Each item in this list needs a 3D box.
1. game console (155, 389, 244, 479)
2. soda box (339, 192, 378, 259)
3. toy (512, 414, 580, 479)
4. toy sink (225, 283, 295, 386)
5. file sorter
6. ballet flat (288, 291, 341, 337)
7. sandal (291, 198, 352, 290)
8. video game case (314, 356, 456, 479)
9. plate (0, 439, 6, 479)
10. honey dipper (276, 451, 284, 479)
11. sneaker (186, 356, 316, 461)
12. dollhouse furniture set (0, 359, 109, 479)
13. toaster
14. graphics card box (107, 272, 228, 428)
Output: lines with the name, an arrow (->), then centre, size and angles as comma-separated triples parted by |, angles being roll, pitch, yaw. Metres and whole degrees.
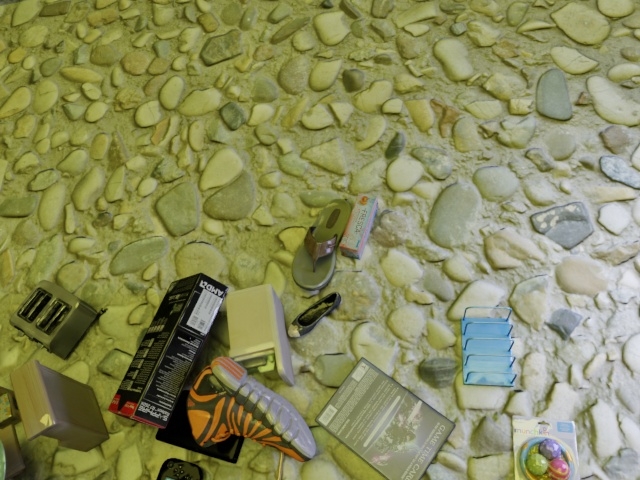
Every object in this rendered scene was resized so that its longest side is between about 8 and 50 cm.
game console -> -0.316, 0.552, 1.318 | 0.213, 0.044, 0.361 | 10, 65, 15
soda box -> 0.110, -0.041, 1.554 | 0.058, 0.063, 0.183 | 14, 66, 16
toy -> 0.497, 0.503, 1.198 | 0.137, 0.056, 0.237 | 3, 62, 10
toy sink -> -0.156, 0.254, 1.391 | 0.131, 0.153, 0.234 | -14, 62, 2
file sorter -> 0.404, 0.251, 1.322 | 0.118, 0.104, 0.170 | 0, 62, 9
ballet flat -> -0.019, 0.192, 1.458 | 0.173, 0.049, 0.057 | -39, 62, -12
sandal -> -0.001, -0.001, 1.538 | 0.120, 0.086, 0.302 | 14, 65, 17
video game case -> 0.151, 0.435, 1.313 | 0.274, 0.026, 0.196 | 33, 72, 23
plate -> -0.758, 0.509, 1.202 | 0.188, 0.024, 0.188 | -8, 71, 25
honey dipper -> -0.093, 0.535, 1.298 | 0.030, 0.030, 0.160 | 0, 64, 10
sneaker -> -0.173, 0.432, 1.284 | 0.321, 0.124, 0.180 | 41, 99, 5
dollhouse furniture set -> -0.759, 0.491, 1.305 | 0.394, 0.256, 0.362 | -30, 61, -7
toaster -> -0.735, 0.214, 1.535 | 0.168, 0.110, 0.185 | 25, 68, 20
graphics card box -> -0.382, 0.270, 1.382 | 0.094, 0.233, 0.371 | 32, 63, -24
